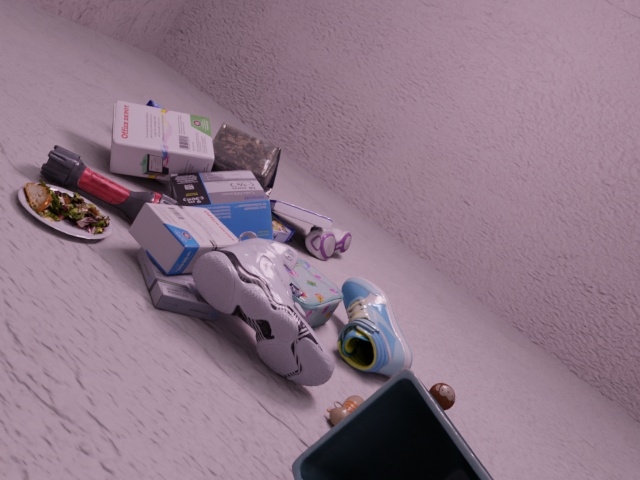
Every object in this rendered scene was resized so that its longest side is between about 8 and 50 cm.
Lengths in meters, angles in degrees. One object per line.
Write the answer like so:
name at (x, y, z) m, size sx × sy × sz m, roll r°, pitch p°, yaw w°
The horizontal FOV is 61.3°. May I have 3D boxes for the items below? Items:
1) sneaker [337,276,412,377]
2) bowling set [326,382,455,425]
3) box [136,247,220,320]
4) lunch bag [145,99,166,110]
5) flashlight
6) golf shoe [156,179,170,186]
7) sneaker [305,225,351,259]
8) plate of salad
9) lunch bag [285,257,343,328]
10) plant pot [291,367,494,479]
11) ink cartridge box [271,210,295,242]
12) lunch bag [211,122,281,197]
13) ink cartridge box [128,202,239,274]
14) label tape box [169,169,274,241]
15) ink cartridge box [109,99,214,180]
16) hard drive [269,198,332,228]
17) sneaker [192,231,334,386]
sneaker at (0.106, 0.213, 1.438) m, size 0.208 × 0.127 × 0.319 m, roll 17°, pitch 34°, yaw -48°
bowling set at (0.167, 0.361, 1.058) m, size 0.287 × 0.200 × 0.154 m, roll 36°, pitch 15°, yaw 19°
box at (-0.306, 0.089, 1.164) m, size 0.145 × 0.038 × 0.186 m, roll 23°, pitch 20°, yaw -41°
lunch bag at (-0.479, -0.292, 1.810) m, size 0.293 × 0.138 × 0.221 m, roll 51°, pitch 9°, yaw 23°
flashlight at (-0.497, -0.120, 1.282) m, size 0.304 × 0.103 × 0.103 m, roll 30°, pitch 18°, yaw -22°
golf shoe at (-0.522, -0.221, 1.639) m, size 0.198 × 0.077 × 0.094 m, roll 38°, pitch 35°, yaw 13°
sneaker at (0.000, 0.000, 2.057) m, size 0.152 × 0.114 × 0.305 m, roll 19°, pitch 8°, yaw 24°
plate of salad at (-0.534, -0.071, 1.148) m, size 0.199 × 0.048 × 0.200 m, roll 32°, pitch 14°, yaw -9°
lunch bag at (-0.077, 0.126, 1.412) m, size 0.224 × 0.108 × 0.279 m, roll 40°, pitch 15°, yaw 19°
plant pot at (0.155, 0.401, 0.818) m, size 0.252 × 0.247 × 0.248 m, roll 45°, pitch 6°, yaw -38°
ink cartridge box at (-0.206, -0.064, 1.836) m, size 0.185 × 0.065 × 0.311 m, roll 39°, pitch 13°, yaw 15°
lunch bag at (-0.287, -0.265, 2.002) m, size 0.235 × 0.169 × 0.287 m, roll 24°, pitch -21°, yaw 2°
ink cartridge box at (-0.298, -0.004, 1.213) m, size 0.148 × 0.086 × 0.203 m, roll 43°, pitch 17°, yaw 21°
label tape box at (-0.264, -0.080, 1.462) m, size 0.240 × 0.106 × 0.334 m, roll -6°, pitch 31°, yaw -20°
ink cartridge box at (-0.467, -0.284, 1.583) m, size 0.278 × 0.117 × 0.201 m, roll 6°, pitch 46°, yaw -24°
hard drive at (-0.091, -0.102, 1.997) m, size 0.210 × 0.040 × 0.318 m, roll 19°, pitch 1°, yaw -13°
sneaker at (-0.086, 0.130, 1.165) m, size 0.366 × 0.137 × 0.210 m, roll 44°, pitch 35°, yaw 0°
